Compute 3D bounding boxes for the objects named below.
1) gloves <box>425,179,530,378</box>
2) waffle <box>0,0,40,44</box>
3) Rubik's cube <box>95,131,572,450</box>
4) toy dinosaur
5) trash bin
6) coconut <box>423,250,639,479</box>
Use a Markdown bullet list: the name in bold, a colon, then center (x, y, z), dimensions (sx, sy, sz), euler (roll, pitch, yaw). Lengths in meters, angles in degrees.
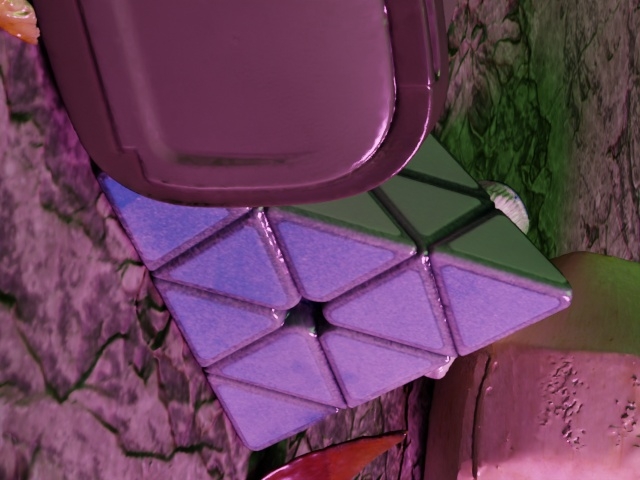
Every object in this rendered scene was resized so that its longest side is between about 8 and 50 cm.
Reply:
- **gloves**: center (0.119, 0.036, 1.354), dimensions (0.229, 0.097, 0.119), euler (-60, 141, -46)
- **waffle**: center (-0.188, -0.182, 0.768), dimensions (0.191, 0.032, 0.125), euler (15, 79, -66)
- **Rubik's cube**: center (-0.001, 0.001, 1.041), dimensions (0.229, 0.228, 0.233), euler (60, -7, -1)
- **toy dinosaur**: center (-0.046, 0.293, 1.070), dimensions (0.327, 0.113, 0.207), euler (-44, 134, -49)
- **trash bin**: center (-0.018, -0.175, 0.911), dimensions (0.250, 0.219, 0.220), euler (-62, 150, -51)
- **coconut**: center (0.265, 0.182, 1.447), dimensions (0.352, 0.352, 0.353), euler (-25, 118, -60)
